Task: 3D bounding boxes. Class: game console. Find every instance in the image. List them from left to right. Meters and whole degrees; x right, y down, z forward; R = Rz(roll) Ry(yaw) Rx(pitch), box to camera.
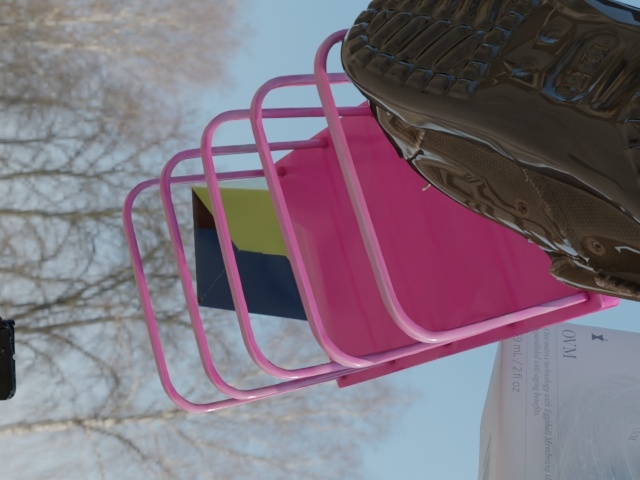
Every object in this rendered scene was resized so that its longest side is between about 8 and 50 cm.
[{"bbox_3d":[-0.342,0.095,0.906,0.122,0.071,0.107,-8,-98,32],"label":"game console"}]

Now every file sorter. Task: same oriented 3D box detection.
[{"bbox_3d":[0.010,-0.002,0.698,0.290,0.182,0.202,-28,-104,52],"label":"file sorter"}]

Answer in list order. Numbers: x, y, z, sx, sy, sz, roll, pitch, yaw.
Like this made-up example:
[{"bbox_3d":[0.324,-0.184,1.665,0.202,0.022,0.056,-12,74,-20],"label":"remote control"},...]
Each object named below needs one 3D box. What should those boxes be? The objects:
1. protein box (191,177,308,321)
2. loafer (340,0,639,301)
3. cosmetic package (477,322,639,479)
[{"bbox_3d":[0.000,0.000,1.112,0.199,0.201,0.136,5,-79,37],"label":"protein box"},{"bbox_3d":[0.171,-0.031,0.492,0.366,0.134,0.130,35,-18,38],"label":"loafer"},{"bbox_3d":[0.235,0.190,0.749,0.224,0.224,0.138,-76,172,-49],"label":"cosmetic package"}]
